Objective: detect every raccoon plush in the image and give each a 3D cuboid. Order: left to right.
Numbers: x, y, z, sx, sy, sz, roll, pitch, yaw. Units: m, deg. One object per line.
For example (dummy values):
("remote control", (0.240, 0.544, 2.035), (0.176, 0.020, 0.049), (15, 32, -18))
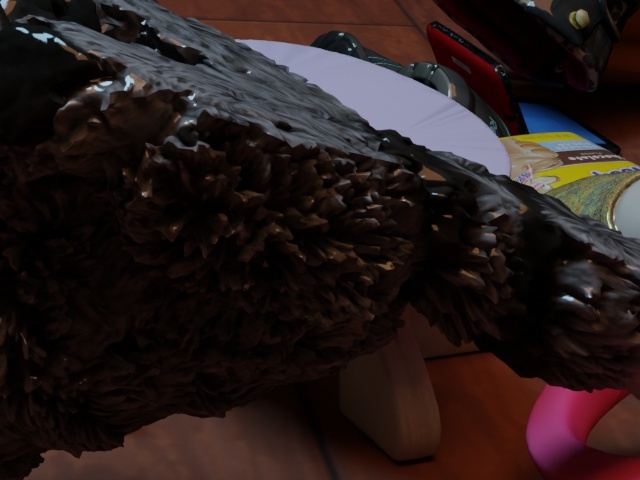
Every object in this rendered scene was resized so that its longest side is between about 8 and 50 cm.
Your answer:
("raccoon plush", (-0.063, 0.076, 0.894), (0.446, 0.299, 0.216), (26, 13, 1))

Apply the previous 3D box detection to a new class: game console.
("game console", (0.165, -0.125, 1.607), (0.085, 0.124, 0.144), (-28, 29, -9))

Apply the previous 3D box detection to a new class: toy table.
("toy table", (0.000, 0.000, 1.136), (0.252, 0.161, 0.274), (-1, 23, -17))

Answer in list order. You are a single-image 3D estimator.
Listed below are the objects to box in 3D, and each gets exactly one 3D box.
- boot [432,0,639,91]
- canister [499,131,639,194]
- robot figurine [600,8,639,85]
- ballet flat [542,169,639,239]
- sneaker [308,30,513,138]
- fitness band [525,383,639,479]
("boot", (0.291, -0.237, 1.636), (0.377, 0.138, 0.284), (36, 72, 13))
("canister", (0.180, -0.017, 1.342), (0.126, 0.073, 0.170), (-8, 23, -27))
("robot figurine", (0.259, -0.205, 1.765), (0.219, 0.128, 0.158), (4, -3, -1))
("ballet flat", (0.268, 0.021, 1.121), (0.348, 0.123, 0.123), (31, 32, 30))
("sneaker", (0.056, -0.088, 1.506), (0.106, 0.101, 0.267), (27, 1, -31))
("fitness band", (0.219, 0.071, 0.953), (0.209, 0.054, 0.291), (-42, 18, -21))
